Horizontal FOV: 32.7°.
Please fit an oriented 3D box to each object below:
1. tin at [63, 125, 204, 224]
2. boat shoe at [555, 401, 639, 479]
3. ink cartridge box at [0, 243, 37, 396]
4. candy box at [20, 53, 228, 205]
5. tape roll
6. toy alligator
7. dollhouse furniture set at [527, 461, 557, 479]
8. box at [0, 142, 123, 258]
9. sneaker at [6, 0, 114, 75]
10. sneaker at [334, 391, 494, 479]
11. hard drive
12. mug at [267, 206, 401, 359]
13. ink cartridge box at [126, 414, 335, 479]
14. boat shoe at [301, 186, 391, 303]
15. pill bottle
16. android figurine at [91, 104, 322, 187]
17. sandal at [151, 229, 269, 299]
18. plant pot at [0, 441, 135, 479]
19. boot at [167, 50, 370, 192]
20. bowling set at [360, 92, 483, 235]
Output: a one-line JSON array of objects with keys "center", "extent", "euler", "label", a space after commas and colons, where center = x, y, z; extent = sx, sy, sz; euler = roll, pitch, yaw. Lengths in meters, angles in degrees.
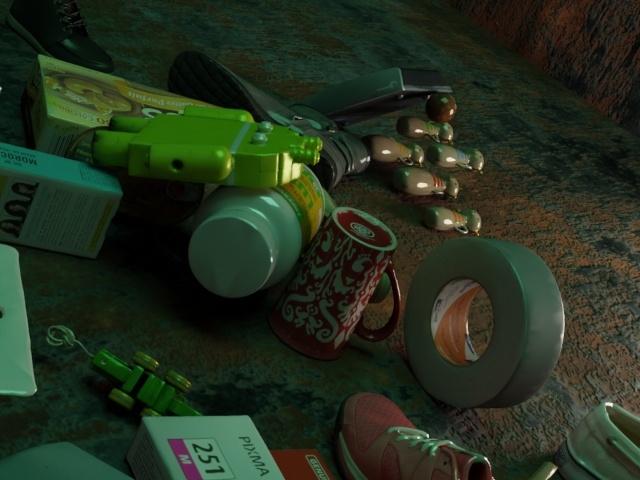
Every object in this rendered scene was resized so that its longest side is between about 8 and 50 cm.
[{"center": [-0.246, -0.085, 1.439], "extent": [0.190, 0.106, 0.040], "euler": [18, -4, -23], "label": "tin"}, {"center": [0.497, 0.309, 1.386], "extent": [0.367, 0.156, 0.136], "euler": [30, 26, 4], "label": "boat shoe"}, {"center": [-0.423, 0.088, 0.874], "extent": [0.353, 0.119, 0.207], "euler": [6, 35, -25], "label": "ink cartridge box"}, {"center": [-0.258, -0.150, 1.563], "extent": [0.316, 0.087, 0.183], "euler": [14, 30, -27], "label": "candy box"}, {"center": [0.204, 0.105, 1.399], "extent": [0.072, 0.219, 0.219], "euler": [7, 33, -38], "label": "tape roll"}, {"center": [-0.198, 0.144, 1.130], "extent": [0.190, 0.056, 0.051], "euler": [30, -16, 6], "label": "toy alligator"}, {"center": [0.375, 0.241, 1.115], "extent": [0.256, 0.394, 0.362], "euler": [37, 27, 19], "label": "dollhouse furniture set"}, {"center": [-0.364, -0.055, 1.269], "extent": [0.244, 0.100, 0.060], "euler": [13, 28, -29], "label": "box"}, {"center": [-0.409, -0.355, 1.756], "extent": [0.222, 0.118, 0.083], "euler": [36, 26, 15], "label": "sneaker"}, {"center": [0.125, 0.252, 1.146], "extent": [0.116, 0.136, 0.314], "euler": [10, 31, -35], "label": "sneaker"}, {"center": [0.086, -0.254, 1.950], "extent": [0.172, 0.255, 0.054], "euler": [-7, 85, -50], "label": "hard drive"}, {"center": [0.032, 0.052, 1.385], "extent": [0.150, 0.169, 0.113], "euler": [5, 34, -39], "label": "mug"}, {"center": [-0.028, 0.280, 1.034], "extent": [0.239, 0.060, 0.275], "euler": [5, 34, -37], "label": "ink cartridge box"}, {"center": [0.000, 0.000, 1.544], "extent": [0.089, 0.104, 0.285], "euler": [2, 26, -35], "label": "boat shoe"}, {"center": [-0.081, -0.017, 1.362], "extent": [0.136, 0.136, 0.245], "euler": [29, 21, 1], "label": "pill bottle"}, {"center": [-0.134, -0.116, 1.343], "extent": [0.273, 0.056, 0.248], "euler": [5, 18, 4], "label": "android figurine"}, {"center": [-0.144, 0.041, 1.393], "extent": [0.179, 0.040, 0.067], "euler": [28, 27, -35], "label": "sandal"}, {"center": [-0.207, 0.256, 0.787], "extent": [0.165, 0.165, 0.234], "euler": [29, 19, 2], "label": "plant pot"}, {"center": [-0.086, -0.198, 1.823], "extent": [0.338, 0.118, 0.223], "euler": [42, 24, 2], "label": "boot"}, {"center": [0.222, -0.156, 1.940], "extent": [0.154, 0.200, 0.287], "euler": [5, 38, -42], "label": "bowling set"}]
